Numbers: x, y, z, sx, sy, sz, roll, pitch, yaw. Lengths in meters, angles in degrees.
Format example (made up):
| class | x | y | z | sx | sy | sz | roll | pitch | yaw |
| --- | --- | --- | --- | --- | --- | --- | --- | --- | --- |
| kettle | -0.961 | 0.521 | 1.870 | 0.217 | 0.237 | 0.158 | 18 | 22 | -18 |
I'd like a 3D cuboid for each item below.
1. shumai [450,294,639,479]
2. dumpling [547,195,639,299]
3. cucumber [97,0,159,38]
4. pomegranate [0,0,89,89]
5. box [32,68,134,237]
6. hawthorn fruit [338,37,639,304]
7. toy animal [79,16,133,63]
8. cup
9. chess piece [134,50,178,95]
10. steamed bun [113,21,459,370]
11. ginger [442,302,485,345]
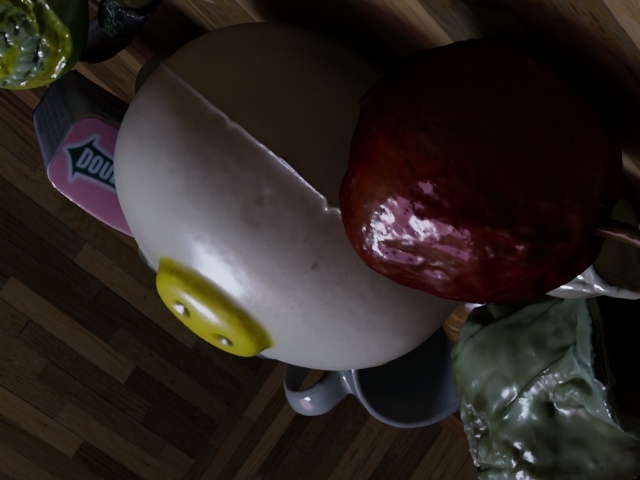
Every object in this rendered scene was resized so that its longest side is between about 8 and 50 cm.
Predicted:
| class | x | y | z | sx | sy | sz | roll | pitch | yaw |
| --- | --- | --- | --- | --- | --- | --- | --- | --- | --- |
| shumai | 0.262 | 0.128 | 1.632 | 0.330 | 0.292 | 0.288 | 55 | 177 | 37 |
| dumpling | 0.240 | -0.014 | 1.415 | 0.155 | 0.181 | 0.111 | 4 | 155 | -41 |
| cucumber | -0.225 | -0.278 | 1.805 | 0.067 | 0.067 | 0.245 | 36 | 175 | -9 |
| pomegranate | -0.358 | -0.298 | 1.800 | 0.236 | 0.236 | 0.302 | 38 | 140 | -23 |
| box | -0.261 | -0.109 | 1.944 | 0.190 | 0.112 | 0.370 | 33 | -176 | -18 |
| hawthorn fruit | 0.156 | -0.047 | 1.237 | 0.266 | 0.210 | 0.230 | 16 | 151 | 21 |
| toy animal | -0.422 | -0.300 | 2.043 | 0.272 | 0.197 | 0.160 | 34 | 169 | 34 |
| cup | 0.068 | 0.147 | 2.257 | 0.227 | 0.301 | 0.257 | 64 | 166 | -24 |
| chess piece | -0.154 | -0.175 | 1.908 | 0.144 | 0.144 | 0.251 | 39 | 176 | -28 |
| steamed bun | -0.021 | -0.043 | 1.512 | 0.374 | 0.334 | 0.334 | 41 | 170 | -6 |
| ginger | 0.211 | 0.093 | 2.040 | 0.133 | 0.107 | 0.309 | 47 | 172 | 22 |
